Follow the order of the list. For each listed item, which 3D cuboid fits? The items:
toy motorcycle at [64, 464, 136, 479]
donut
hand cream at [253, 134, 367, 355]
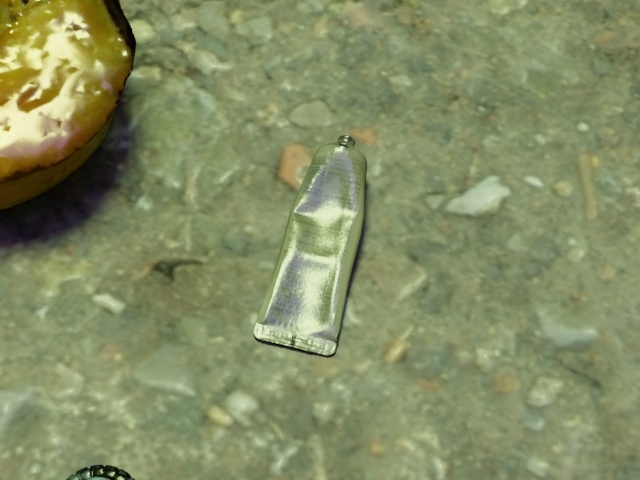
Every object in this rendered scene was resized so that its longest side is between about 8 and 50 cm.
[{"bbox_3d":[-0.161,0.224,0.958,0.114,0.076,0.205,-2,59,6],"label":"toy motorcycle"},{"bbox_3d":[-0.249,-0.130,1.153,0.253,0.118,0.253,2,54,-2],"label":"donut"},{"bbox_3d":[0.000,0.000,1.141,0.057,0.037,0.165,13,64,4],"label":"hand cream"}]
